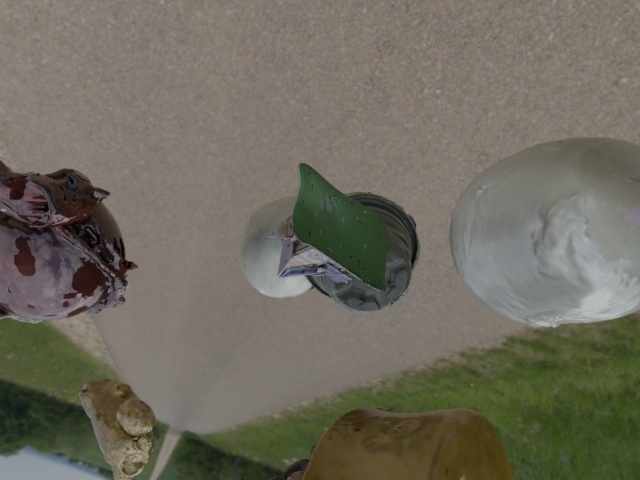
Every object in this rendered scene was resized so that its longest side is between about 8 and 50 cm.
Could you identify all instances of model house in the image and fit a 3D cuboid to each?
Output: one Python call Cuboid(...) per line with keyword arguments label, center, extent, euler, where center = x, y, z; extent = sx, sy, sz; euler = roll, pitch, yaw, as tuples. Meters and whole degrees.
Cuboid(label="model house", center=(0.000, 0.000, 0.691), extent=(0.167, 0.117, 0.088), euler=(31, 138, -35))

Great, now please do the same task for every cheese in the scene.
Cuboid(label="cheese", center=(0.206, -0.008, 0.473), extent=(0.198, 0.154, 0.189), euler=(-14, 168, -34))

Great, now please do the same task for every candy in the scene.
Cuboid(label="candy", center=(-0.102, 0.013, 1.414), extent=(0.296, 0.295, 0.185), euler=(-5, 169, 41))

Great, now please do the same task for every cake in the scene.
Cuboid(label="cake", center=(0.043, 0.351, 0.616), extent=(0.321, 0.332, 0.332), euler=(-15, 138, 32))

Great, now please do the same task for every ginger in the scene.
Cuboid(label="ginger", center=(-0.281, 0.265, 0.781), extent=(0.206, 0.081, 0.115), euler=(5, 118, 56))

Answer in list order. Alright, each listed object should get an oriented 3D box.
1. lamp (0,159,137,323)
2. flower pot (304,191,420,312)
Cuboid(label="lamp", center=(-0.304, -0.012, 0.597), extent=(0.215, 0.151, 0.223), euler=(16, 117, 5))
Cuboid(label="flower pot", center=(0.077, 0.040, 0.992), extent=(0.236, 0.140, 0.235), euler=(-3, 118, -6))
